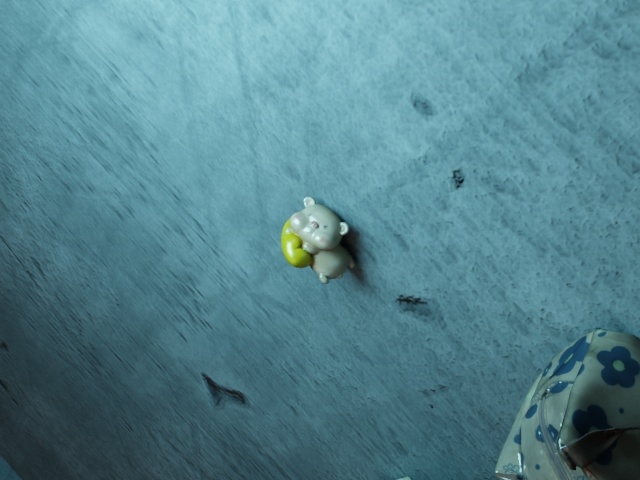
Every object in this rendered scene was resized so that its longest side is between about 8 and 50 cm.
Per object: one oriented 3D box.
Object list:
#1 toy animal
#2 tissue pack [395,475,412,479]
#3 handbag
[{"bbox_3d":[0.000,0.000,1.172,0.114,0.091,0.082,48,127,3],"label":"toy animal"},{"bbox_3d":[0.164,0.566,1.278,0.195,0.390,0.375,-41,89,19],"label":"tissue pack"},{"bbox_3d":[0.337,0.257,0.978,0.251,0.193,0.190,44,137,4],"label":"handbag"}]
